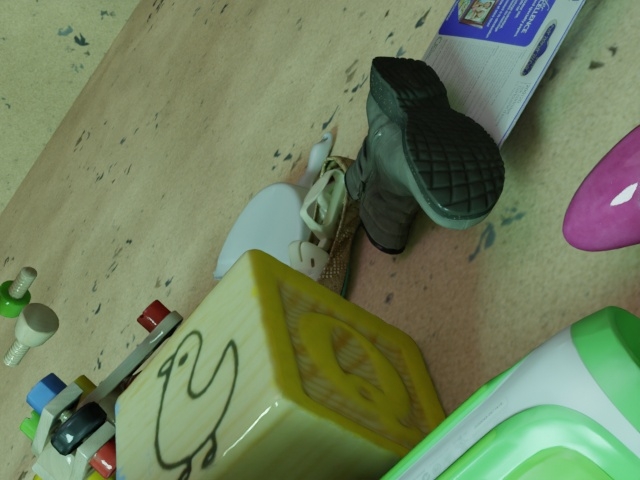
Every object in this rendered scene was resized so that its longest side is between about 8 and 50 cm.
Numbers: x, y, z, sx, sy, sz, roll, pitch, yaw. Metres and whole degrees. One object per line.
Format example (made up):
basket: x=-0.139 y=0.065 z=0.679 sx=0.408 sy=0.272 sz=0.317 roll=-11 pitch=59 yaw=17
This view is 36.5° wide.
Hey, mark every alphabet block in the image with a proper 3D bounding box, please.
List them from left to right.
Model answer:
alphabet block: x=-0.031 y=0.161 z=0.774 sx=0.197 sy=0.193 sz=0.192 roll=-49 pitch=31 yaw=19

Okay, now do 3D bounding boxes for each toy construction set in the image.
toy construction set: x=-0.277 y=0.191 z=1.059 sx=0.237 sy=0.309 sz=0.257 roll=-47 pitch=22 yaw=32

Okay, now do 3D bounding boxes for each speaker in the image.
speaker: x=0.107 y=0.177 z=0.601 sx=0.296 sy=0.131 sz=0.131 roll=-47 pitch=30 yaw=21

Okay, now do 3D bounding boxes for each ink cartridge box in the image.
ink cartridge box: x=0.174 y=-0.179 z=0.928 sx=0.206 sy=0.045 sz=0.208 roll=-60 pitch=27 yaw=1

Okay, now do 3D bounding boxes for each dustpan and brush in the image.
dustpan and brush: x=-0.034 y=-0.042 z=1.137 sx=0.147 sy=0.060 sz=0.211 roll=1 pitch=70 yaw=47

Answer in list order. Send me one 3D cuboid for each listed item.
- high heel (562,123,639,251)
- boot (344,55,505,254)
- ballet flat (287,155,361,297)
high heel: x=0.263 y=-0.035 z=0.606 sx=0.244 sy=0.082 sz=0.117 roll=-27 pitch=30 yaw=26
boot: x=0.087 y=-0.047 z=0.893 sx=0.246 sy=0.084 sz=0.161 roll=-109 pitch=24 yaw=-50
ballet flat: x=0.000 y=0.000 z=1.013 sx=0.073 sy=0.067 sz=0.206 roll=-20 pitch=47 yaw=50
